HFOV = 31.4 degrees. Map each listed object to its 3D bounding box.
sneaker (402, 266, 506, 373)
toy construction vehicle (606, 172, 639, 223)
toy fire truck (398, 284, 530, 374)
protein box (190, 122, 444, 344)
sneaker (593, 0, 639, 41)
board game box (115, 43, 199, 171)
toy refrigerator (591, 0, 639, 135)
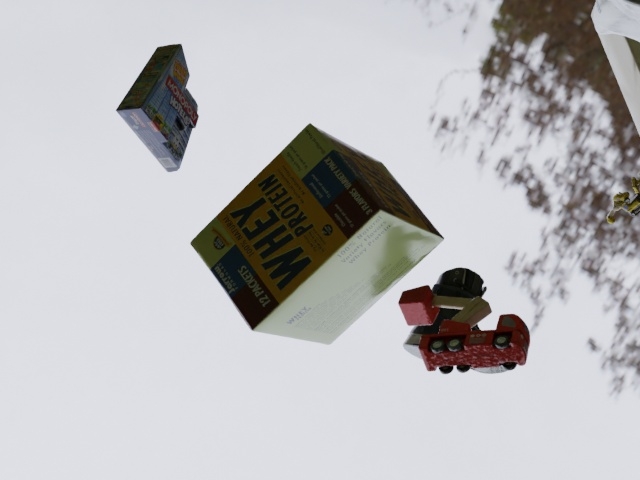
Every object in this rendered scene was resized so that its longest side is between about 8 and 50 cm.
[{"bbox_3d":[0.247,0.125,1.861,0.086,0.226,0.163,42,-110,-33],"label":"sneaker"},{"bbox_3d":[0.571,-0.082,2.105,0.035,0.098,0.086,35,-138,-17],"label":"toy construction vehicle"},{"bbox_3d":[0.190,0.114,1.516,0.192,0.047,0.135,-7,-144,25],"label":"toy fire truck"},{"bbox_3d":[0.000,0.000,1.314,0.136,0.200,0.201,52,-165,24],"label":"protein box"},{"bbox_3d":[0.476,-0.274,1.393,0.297,0.129,0.111,16,-109,-3],"label":"sneaker"},{"bbox_3d":[-0.287,-0.263,2.148,0.060,0.194,0.194,-2,-123,26],"label":"board game box"},{"bbox_3d":[0.482,-0.240,1.611,0.102,0.094,0.270,-14,-112,-5],"label":"toy refrigerator"}]
